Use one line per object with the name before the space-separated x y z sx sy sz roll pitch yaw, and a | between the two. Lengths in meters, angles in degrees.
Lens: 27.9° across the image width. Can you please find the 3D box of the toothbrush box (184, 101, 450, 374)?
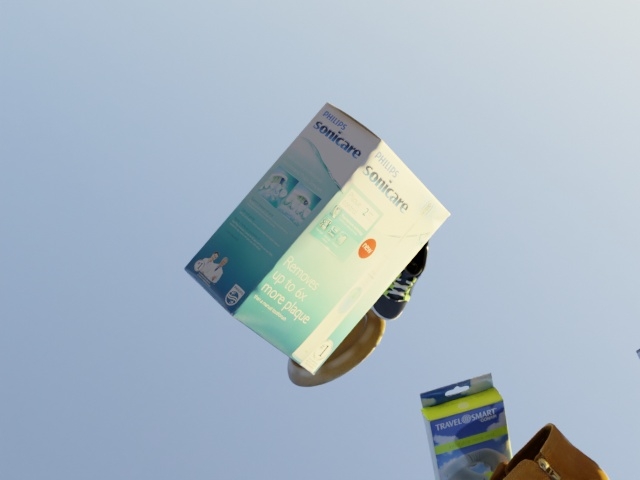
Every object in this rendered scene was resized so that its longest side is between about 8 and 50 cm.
toothbrush box | 0.000 0.000 1.721 0.126 0.295 0.216 39 177 41

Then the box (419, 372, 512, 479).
box | 0.201 0.276 1.740 0.109 0.178 0.042 -16 -155 -7

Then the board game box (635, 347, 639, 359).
board game box | 0.608 0.141 1.604 0.233 0.347 0.078 54 -169 -6

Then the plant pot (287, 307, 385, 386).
plant pot | 0.025 0.213 2.688 0.032 0.236 0.236 55 -170 -24

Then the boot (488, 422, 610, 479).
boot | 0.284 0.403 1.678 0.211 0.104 0.295 43 -119 -9

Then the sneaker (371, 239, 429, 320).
sneaker | 0.147 0.053 2.389 0.084 0.235 0.097 9 -157 -11
